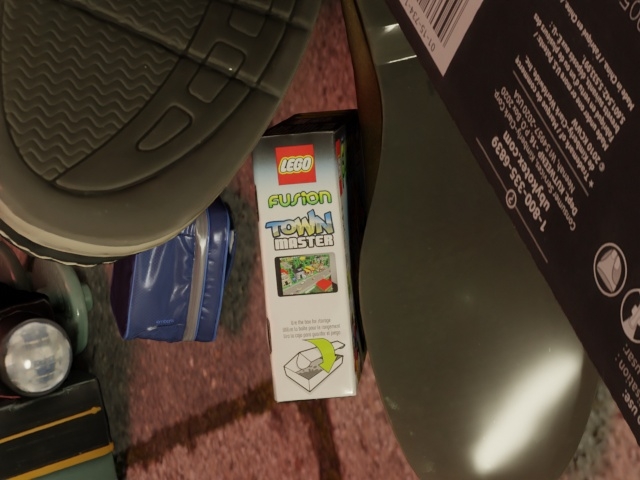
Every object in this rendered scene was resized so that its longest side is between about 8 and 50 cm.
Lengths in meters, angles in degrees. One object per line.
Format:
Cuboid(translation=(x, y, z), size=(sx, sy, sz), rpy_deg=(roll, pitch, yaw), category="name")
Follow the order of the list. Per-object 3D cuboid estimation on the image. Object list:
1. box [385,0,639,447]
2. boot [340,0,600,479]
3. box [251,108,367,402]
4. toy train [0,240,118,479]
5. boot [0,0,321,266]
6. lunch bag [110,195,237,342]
Cuboid(translation=(0.142, -0.068, 0.624), size=(0.163, 0.142, 0.247), rpy_deg=(-63, 39, 39), category="box")
Cuboid(translation=(0.063, -0.033, 0.866), size=(0.115, 0.112, 0.305), rpy_deg=(172, 91, -86), category="boot")
Cuboid(translation=(0.000, 0.000, 0.889), size=(0.207, 0.036, 0.114), rpy_deg=(-60, -35, -82), category="box")
Cuboid(translation=(-0.254, 0.103, 1.352), size=(0.334, 0.142, 0.190), rpy_deg=(8, 110, 58), category="toy train")
Cuboid(translation=(-0.109, -0.110, 0.903), size=(0.284, 0.138, 0.377), rpy_deg=(131, 149, -54), category="boot")
Cuboid(translation=(-0.084, 0.008, 1.118), size=(0.067, 0.065, 0.098), rpy_deg=(-120, 36, -61), category="lunch bag")
